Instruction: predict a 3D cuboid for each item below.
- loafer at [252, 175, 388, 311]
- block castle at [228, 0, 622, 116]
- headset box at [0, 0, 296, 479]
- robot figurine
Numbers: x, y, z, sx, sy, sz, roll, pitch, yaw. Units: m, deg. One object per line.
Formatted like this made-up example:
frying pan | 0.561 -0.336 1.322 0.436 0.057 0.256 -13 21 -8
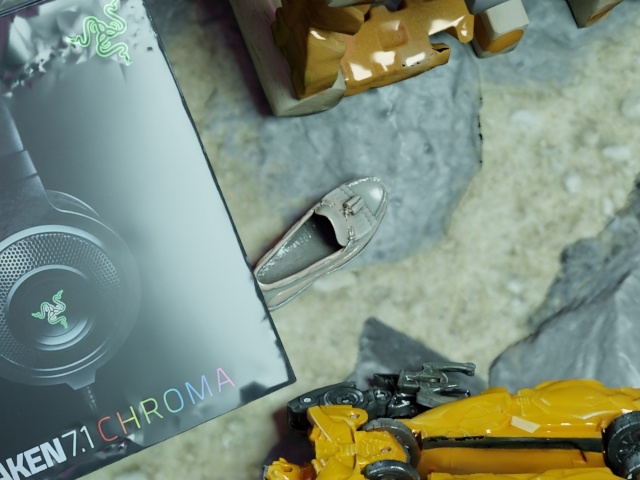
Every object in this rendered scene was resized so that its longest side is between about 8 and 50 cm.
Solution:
loafer | 0.000 0.000 1.147 0.125 0.039 0.045 -41 80 -17
block castle | 0.143 -0.268 1.119 0.453 0.303 0.213 -19 81 -13
headset box | -0.185 -0.002 1.035 0.246 0.131 0.283 -22 95 -14
robot figurine | 0.110 0.155 1.054 0.291 0.085 0.211 -1 29 -1
